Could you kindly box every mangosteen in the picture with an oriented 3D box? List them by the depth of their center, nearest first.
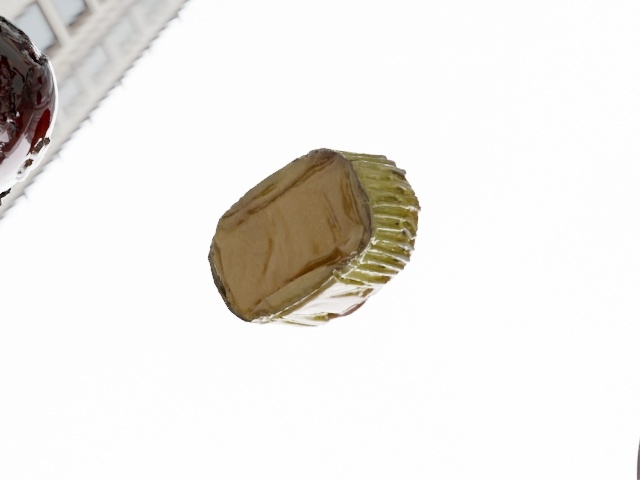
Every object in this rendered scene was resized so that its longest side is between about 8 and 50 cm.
[{"bbox_3d":[-0.283,-0.104,1.181,0.180,0.166,0.166,42,-116,6],"label":"mangosteen"}]

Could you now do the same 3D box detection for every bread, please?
[{"bbox_3d":[0.000,0.000,1.457,0.190,0.114,0.132,-34,-118,35],"label":"bread"}]

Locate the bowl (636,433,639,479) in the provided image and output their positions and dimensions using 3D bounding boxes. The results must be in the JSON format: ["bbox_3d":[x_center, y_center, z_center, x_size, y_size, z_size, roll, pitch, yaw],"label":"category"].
[{"bbox_3d":[0.357,0.181,1.124,0.287,0.287,0.144,-9,-176,22],"label":"bowl"}]
